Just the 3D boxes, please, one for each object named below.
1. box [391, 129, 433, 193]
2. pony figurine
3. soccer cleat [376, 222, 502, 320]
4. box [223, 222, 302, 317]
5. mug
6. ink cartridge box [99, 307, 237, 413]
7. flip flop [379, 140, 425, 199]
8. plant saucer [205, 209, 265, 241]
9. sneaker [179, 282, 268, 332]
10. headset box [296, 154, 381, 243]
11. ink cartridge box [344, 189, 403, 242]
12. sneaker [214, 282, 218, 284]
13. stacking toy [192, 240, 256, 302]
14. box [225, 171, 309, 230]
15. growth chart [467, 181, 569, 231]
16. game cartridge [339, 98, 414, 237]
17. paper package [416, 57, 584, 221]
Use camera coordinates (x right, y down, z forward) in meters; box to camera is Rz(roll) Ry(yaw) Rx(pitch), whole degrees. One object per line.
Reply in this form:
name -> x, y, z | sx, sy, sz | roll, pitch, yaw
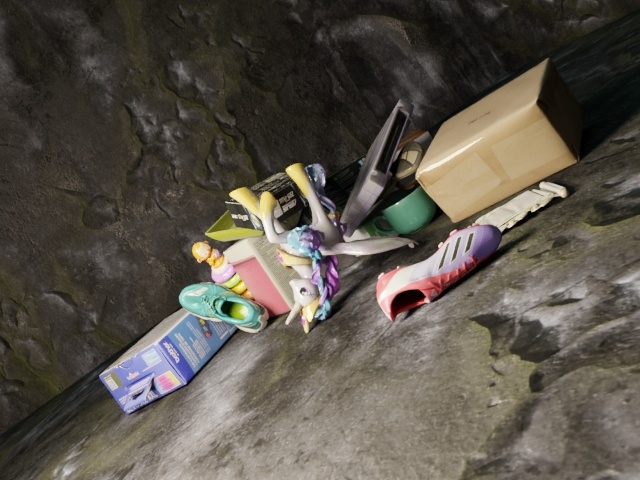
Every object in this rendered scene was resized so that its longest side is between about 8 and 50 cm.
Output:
box -> 0.302, -0.252, 2.339 | 0.215, 0.168, 0.345 | -34, 8, 6
pony figurine -> 0.000, 0.000, 1.614 | 0.350, 0.364, 0.302 | -22, -5, -35
soccer cleat -> 0.212, 0.058, 1.197 | 0.248, 0.083, 0.095 | -28, 38, 13
box -> -0.134, 0.076, 1.910 | 0.126, 0.232, 0.148 | -25, 11, 48
mug -> 0.229, -0.072, 1.792 | 0.157, 0.097, 0.129 | -28, 10, 45
ink cartridge box -> -0.444, 0.331, 1.967 | 0.270, 0.151, 0.395 | -31, 7, 31
flip flop -> 0.220, -0.170, 1.772 | 0.112, 0.080, 0.277 | -65, 4, -21
plant saucer -> -0.191, -0.055, 1.859 | 0.188, 0.045, 0.188 | -8, 26, 27
sneaker -> -0.272, 0.172, 1.863 | 0.110, 0.275, 0.107 | 37, -113, -65
headset box -> 0.063, -0.081, 2.060 | 0.246, 0.131, 0.283 | -35, -19, -29
ink cartridge box -> 0.182, -0.056, 1.919 | 0.212, 0.093, 0.154 | -40, 9, -22
sneaker -> -0.395, 0.255, 2.566 | 0.256, 0.094, 0.151 | -49, -19, 3
stacking toy -> -0.254, 0.089, 1.974 | 0.165, 0.302, 0.175 | -9, 53, 41
box -> -0.125, -0.102, 1.745 | 0.180, 0.078, 0.147 | -35, 26, -31
growth chart -> 0.367, -0.048, 1.339 | 0.237, 0.021, 0.172 | -32, 8, 16
game cartridge -> 0.150, -0.193, 1.829 | 0.230, 0.068, 0.355 | 116, 178, -50
paper package -> 0.422, -0.235, 1.588 | 0.324, 0.168, 0.309 | -30, 17, 35
